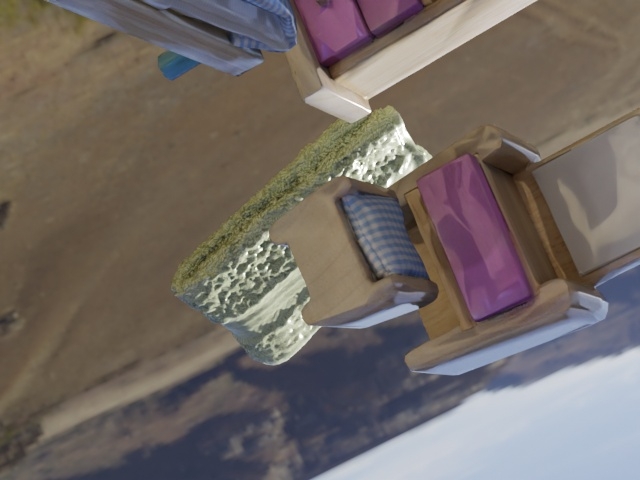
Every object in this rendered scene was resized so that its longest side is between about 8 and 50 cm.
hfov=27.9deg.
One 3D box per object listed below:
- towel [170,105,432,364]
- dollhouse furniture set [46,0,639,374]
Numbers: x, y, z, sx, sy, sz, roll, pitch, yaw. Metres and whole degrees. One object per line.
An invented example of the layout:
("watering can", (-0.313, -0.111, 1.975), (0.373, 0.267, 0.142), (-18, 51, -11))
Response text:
("towel", (0.000, 0.000, 0.685), (0.148, 0.027, 0.110), (-40, 140, 4))
("dollhouse furniture set", (0.017, -0.128, 0.395), (0.198, 0.286, 0.303), (-29, 161, 22))
